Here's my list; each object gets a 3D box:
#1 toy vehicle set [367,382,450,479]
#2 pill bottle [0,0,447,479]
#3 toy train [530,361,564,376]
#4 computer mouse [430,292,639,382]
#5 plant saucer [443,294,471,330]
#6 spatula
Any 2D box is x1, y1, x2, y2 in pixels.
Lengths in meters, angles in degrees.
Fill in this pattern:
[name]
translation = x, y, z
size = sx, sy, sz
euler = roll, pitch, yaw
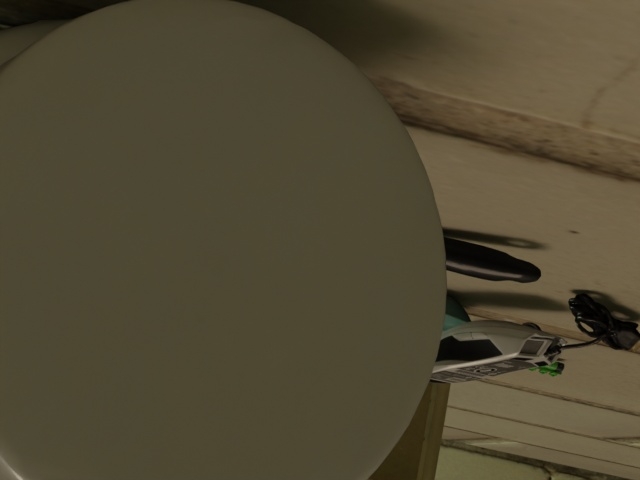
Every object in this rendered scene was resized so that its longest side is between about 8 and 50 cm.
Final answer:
[toy vehicle set]
translation = 0.028, 0.215, 1.478
size = 0.267, 0.165, 0.035
euler = 5, 166, 32
[pill bottle]
translation = -0.125, 0.024, 0.562
size = 0.224, 0.224, 0.392
euler = 17, 168, -26
[toy train]
translation = 0.217, 0.124, 1.228
size = 0.083, 0.017, 0.024
euler = 15, 158, -15
[computer mouse]
translation = 0.157, 0.079, 0.950
size = 0.193, 0.042, 0.106
euler = -16, 159, 35
[plant saucer]
translation = 0.075, 0.055, 1.020
size = 0.119, 0.021, 0.119
euler = 11, 169, 2
[spatula]
translation = 0.000, 0.000, 0.796
size = 0.297, 0.030, 0.084
euler = 6, 180, 17
